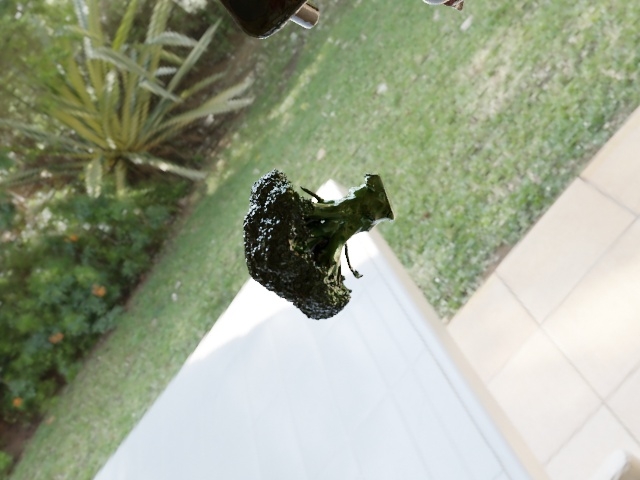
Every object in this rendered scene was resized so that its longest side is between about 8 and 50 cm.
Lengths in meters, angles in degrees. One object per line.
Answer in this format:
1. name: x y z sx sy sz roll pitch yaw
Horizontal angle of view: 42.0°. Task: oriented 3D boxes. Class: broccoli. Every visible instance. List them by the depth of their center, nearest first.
1. broccoli: 0.000 0.000 1.530 0.297 0.298 0.297 -23 26 9

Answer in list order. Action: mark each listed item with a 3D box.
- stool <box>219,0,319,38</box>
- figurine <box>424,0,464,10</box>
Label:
1. stool: -0.069 -0.593 1.616 0.310 0.310 0.226 -35 -1 32
2. figurine: 0.329 -0.647 2.069 0.235 0.127 0.155 -11 -35 -55
